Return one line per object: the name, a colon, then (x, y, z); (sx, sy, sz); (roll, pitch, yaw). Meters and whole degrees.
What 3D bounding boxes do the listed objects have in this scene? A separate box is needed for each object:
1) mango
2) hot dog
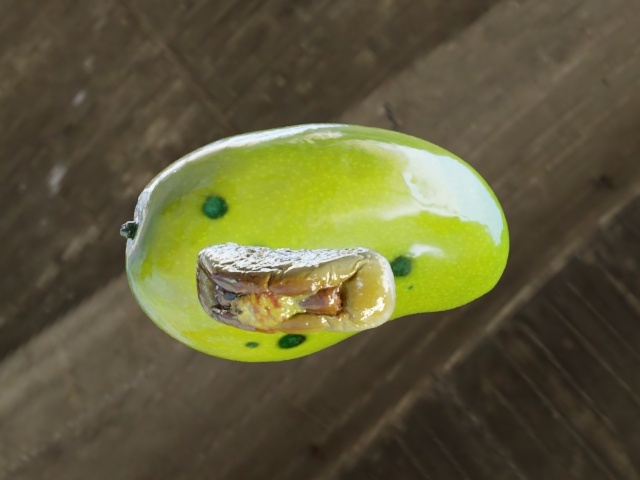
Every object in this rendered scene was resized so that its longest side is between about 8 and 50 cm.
mango: (0.000, 0.000, 1.276); (0.293, 0.175, 0.143); (-4, -159, -14)
hot dog: (-0.016, 0.020, 0.671); (0.090, 0.034, 0.030); (2, -72, 33)
